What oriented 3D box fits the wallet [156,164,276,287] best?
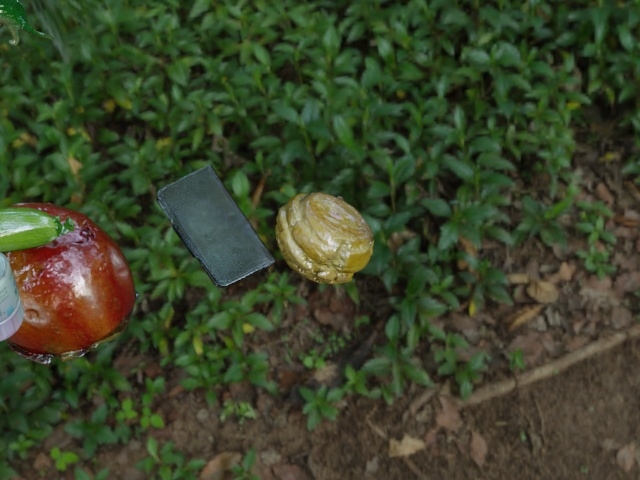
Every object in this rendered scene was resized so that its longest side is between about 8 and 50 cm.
[{"bbox_3d":[-0.258,-0.031,2.146,0.173,0.045,0.318,-28,67,-23],"label":"wallet"}]

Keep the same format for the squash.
[{"bbox_3d":[-0.716,-0.015,1.890,0.379,0.101,0.101,-8,37,-21],"label":"squash"}]

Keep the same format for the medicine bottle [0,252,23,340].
[{"bbox_3d":[-0.675,0.112,1.783,0.135,0.168,0.135,2,46,-2],"label":"medicine bottle"}]

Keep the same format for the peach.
[{"bbox_3d":[-0.646,0.103,2.150,0.417,0.353,0.339,38,52,-1],"label":"peach"}]

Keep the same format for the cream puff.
[{"bbox_3d":[0.000,0.000,1.518,0.189,0.129,0.189,31,25,-16],"label":"cream puff"}]

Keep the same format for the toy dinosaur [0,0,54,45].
[{"bbox_3d":[-0.396,-0.285,1.142,0.120,0.060,0.029,20,40,-30],"label":"toy dinosaur"}]
